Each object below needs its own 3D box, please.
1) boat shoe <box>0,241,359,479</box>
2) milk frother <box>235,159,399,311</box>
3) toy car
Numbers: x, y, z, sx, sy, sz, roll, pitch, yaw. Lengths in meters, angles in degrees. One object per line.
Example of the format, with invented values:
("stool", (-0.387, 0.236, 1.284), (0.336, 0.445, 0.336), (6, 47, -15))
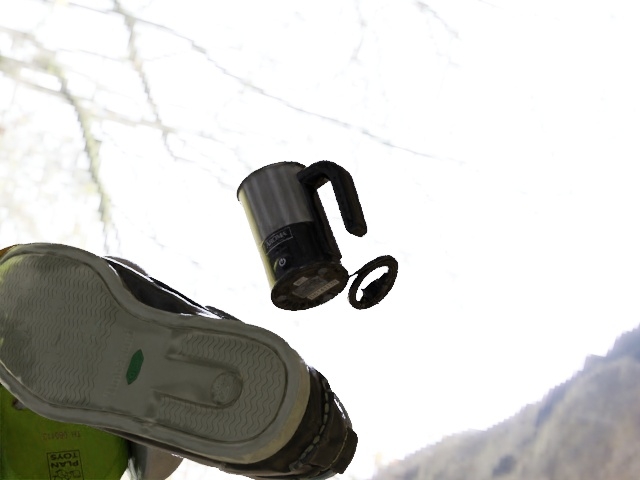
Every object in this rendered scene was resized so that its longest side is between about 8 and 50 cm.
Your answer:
("boat shoe", (-0.084, 0.063, 0.749), (0.233, 0.079, 0.084), (18, -99, 38))
("milk frother", (0.000, 0.000, 1.575), (0.129, 0.143, 0.135), (-24, -122, 7))
("toy car", (-0.174, 0.099, 0.938), (0.136, 0.159, 0.182), (117, -37, -50))
